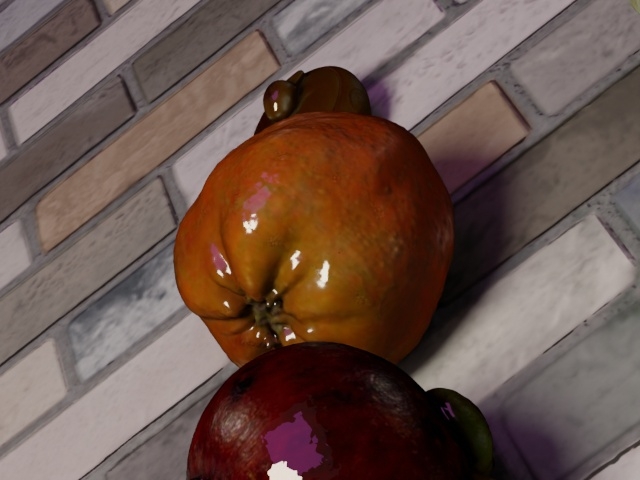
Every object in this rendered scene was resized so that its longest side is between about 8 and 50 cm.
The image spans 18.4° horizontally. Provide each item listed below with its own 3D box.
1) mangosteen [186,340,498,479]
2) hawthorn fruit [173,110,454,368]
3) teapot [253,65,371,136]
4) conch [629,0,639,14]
[{"bbox_3d":[0.023,0.141,1.093,0.200,0.200,0.200,-28,35,22],"label":"mangosteen"},{"bbox_3d":[0.000,0.000,1.276,0.189,0.189,0.189,-28,35,22],"label":"hawthorn fruit"},{"bbox_3d":[-0.016,-0.082,1.470,0.098,0.078,0.129,-11,44,39],"label":"teapot"},{"bbox_3d":[0.313,-0.100,1.073,0.386,0.169,0.203,24,95,57],"label":"conch"}]
